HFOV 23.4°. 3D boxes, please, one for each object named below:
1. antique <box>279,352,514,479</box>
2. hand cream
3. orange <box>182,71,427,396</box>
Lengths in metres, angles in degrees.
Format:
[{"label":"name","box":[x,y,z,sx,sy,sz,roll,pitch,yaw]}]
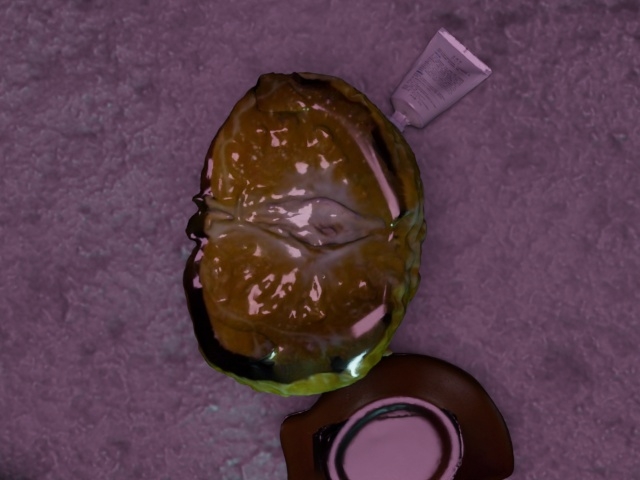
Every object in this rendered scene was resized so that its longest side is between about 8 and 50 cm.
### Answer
[{"label":"antique","box":[0.088,0.247,1.826,0.278,0.129,0.223,-3,90,6]},{"label":"hand cream","box":[0.133,-0.185,1.888,0.084,0.053,0.142,43,76,4]},{"label":"orange","box":[0.000,0.000,1.798,0.271,0.210,0.368,8,87,27]}]
